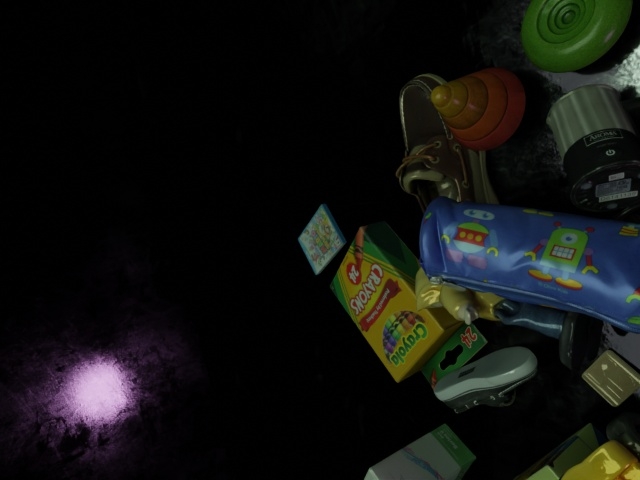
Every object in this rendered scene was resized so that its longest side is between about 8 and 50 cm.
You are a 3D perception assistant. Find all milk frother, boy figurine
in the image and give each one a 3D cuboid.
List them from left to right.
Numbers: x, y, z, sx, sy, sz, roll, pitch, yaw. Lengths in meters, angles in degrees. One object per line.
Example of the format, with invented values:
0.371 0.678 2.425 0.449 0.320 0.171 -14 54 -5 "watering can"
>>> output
0.250 0.098 0.663 0.285 0.177 0.092 12 101 48 "boy figurine"
0.353 -0.093 0.538 0.143 0.129 0.134 76 -163 -54 "milk frother"

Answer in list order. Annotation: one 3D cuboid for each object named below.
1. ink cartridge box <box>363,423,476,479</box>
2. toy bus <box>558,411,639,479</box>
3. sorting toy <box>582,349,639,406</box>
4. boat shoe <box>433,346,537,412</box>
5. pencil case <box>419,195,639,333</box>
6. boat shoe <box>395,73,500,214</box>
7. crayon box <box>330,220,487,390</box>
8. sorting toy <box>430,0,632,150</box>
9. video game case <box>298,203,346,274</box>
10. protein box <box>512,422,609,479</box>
0.181 0.478 0.862 0.093 0.213 0.154 45 135 39 "ink cartridge box"
0.395 0.299 0.460 0.211 0.221 0.149 55 137 46 "toy bus"
0.418 0.201 0.608 0.083 0.012 0.062 51 133 38 "sorting toy"
0.292 0.254 0.757 0.076 0.080 0.228 47 136 5 "boat shoe"
0.265 0.024 0.542 0.306 0.119 0.133 13 68 39 "pencil case"
0.194 -0.117 0.723 0.123 0.123 0.341 -23 82 55 "boat shoe"
0.160 0.141 0.897 0.318 0.081 0.202 53 139 30 "crayon box"
0.262 -0.262 0.532 0.365 0.126 0.127 -48 56 41 "sorting toy"
0.000 0.000 1.136 0.119 0.015 0.166 62 143 20 "video game case"
0.379 0.421 0.628 0.199 0.136 0.201 50 137 32 "protein box"
